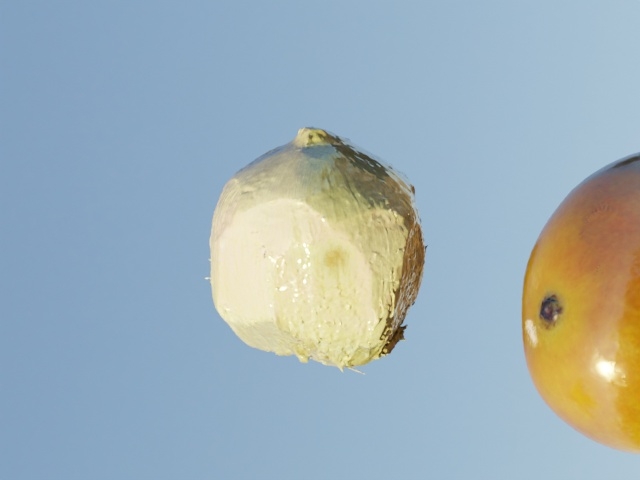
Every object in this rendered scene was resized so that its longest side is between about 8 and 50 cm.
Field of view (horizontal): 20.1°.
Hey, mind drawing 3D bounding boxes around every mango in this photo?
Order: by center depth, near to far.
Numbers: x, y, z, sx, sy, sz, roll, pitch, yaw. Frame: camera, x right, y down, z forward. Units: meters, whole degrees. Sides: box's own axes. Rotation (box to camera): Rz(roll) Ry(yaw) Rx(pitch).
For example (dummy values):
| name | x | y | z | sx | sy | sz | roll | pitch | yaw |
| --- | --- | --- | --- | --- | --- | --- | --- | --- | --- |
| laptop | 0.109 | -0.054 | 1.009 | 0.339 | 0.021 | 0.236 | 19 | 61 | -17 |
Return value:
| name | x | y | z | sx | sy | sz | roll | pitch | yaw |
| --- | --- | --- | --- | --- | --- | --- | --- | --- | --- |
| mango | 0.227 | 0.026 | 1.163 | 0.175 | 0.139 | 0.254 | 52 | -129 | -8 |

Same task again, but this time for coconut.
| name | x | y | z | sx | sy | sz | roll | pitch | yaw |
| --- | --- | --- | --- | --- | --- | --- | --- | --- | --- |
| coconut | -0.003 | -0.001 | 1.494 | 0.194 | 0.194 | 0.194 | -46 | -36 | -48 |
